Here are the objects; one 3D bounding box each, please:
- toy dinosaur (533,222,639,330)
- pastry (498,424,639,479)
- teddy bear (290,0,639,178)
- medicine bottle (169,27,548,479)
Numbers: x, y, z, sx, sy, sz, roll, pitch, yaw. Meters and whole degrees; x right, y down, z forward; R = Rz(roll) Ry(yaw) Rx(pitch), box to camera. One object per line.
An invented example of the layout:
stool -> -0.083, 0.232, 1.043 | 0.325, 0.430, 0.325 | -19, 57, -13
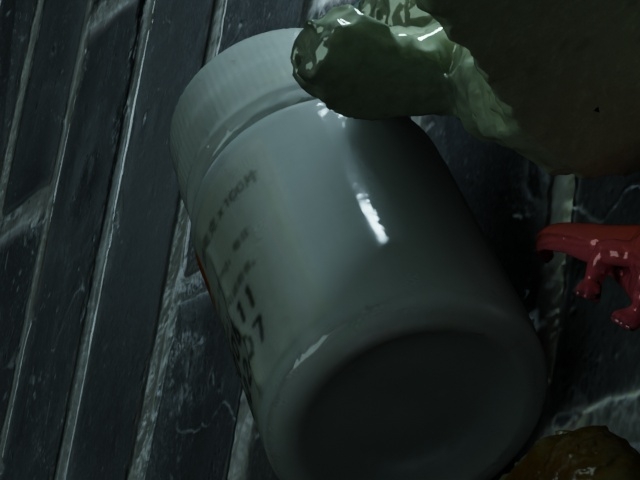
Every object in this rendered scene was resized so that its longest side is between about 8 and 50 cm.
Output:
toy dinosaur -> 0.225, -0.010, 1.265 | 0.139, 0.070, 0.286 | -60, 22, 5
pastry -> 0.158, 0.190, 1.237 | 0.153, 0.081, 0.153 | -51, 28, 42
teddy bear -> 0.105, -0.211, 1.346 | 0.327, 0.375, 0.362 | -35, 47, -5
medicine bottle -> 0.015, 0.014, 1.476 | 0.211, 0.211, 0.371 | -60, 31, 27
